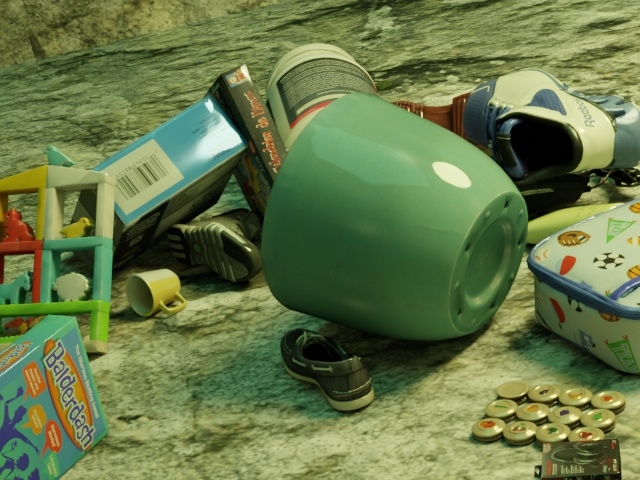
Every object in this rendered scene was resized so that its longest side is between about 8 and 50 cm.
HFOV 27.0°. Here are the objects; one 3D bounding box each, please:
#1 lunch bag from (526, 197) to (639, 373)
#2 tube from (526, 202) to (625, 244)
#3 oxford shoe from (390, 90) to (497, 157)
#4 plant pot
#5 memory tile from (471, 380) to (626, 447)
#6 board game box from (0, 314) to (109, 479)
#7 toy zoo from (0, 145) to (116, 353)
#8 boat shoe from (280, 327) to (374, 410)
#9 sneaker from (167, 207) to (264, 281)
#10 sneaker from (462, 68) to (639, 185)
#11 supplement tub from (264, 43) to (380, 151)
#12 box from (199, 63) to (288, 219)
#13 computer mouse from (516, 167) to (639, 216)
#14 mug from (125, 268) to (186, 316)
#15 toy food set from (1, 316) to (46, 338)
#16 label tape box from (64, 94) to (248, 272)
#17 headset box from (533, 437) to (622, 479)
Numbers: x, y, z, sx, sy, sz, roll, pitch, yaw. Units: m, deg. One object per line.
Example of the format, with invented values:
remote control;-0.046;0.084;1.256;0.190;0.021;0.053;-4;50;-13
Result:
lunch bag;0.415;0.036;1.561;0.303;0.115;0.243;-23;26;-22
tube;0.333;-0.018;1.789;0.070;0.062;0.240;23;-9;-21
oxford shoe;0.198;-0.163;2.209;0.348;0.123;0.130;-3;-14;41
plant pot;0.110;-0.010;1.631;0.235;0.293;0.293;21;37;31
memory tile;0.243;0.185;1.419;0.148;0.012;0.113;1;26;32
board game box;-0.333;0.202;1.500;0.047;0.160;0.210;1;26;29
toy zoo;-0.379;0.013;1.859;0.192;0.293;0.030;-4;-12;21
boat shoe;0.004;0.136;1.601;0.075;0.065;0.206;-20;23;-17
sneaker;-0.123;-0.008;1.999;0.132;0.086;0.228;-24;23;-31
sneaker;0.289;-0.161;1.892;0.182;0.128;0.315;-14;20;-33
supplement tub;0.013;-0.185;2.146;0.191;0.191;0.272;-14;35;-2
box;-0.101;-0.137;2.037;0.044;0.233;0.159;-25;-2;-21
computer mouse;0.329;-0.089;1.955;0.262;0.060;0.184;-16;12;5
mug;-0.231;0.076;1.907;0.064;0.078;0.062;-22;-11;-44
toy food set;-0.427;0.129;1.915;0.083;0.020;0.082;2;26;31
label tape box;-0.265;-0.059;2.070;0.240;0.106;0.334;-36;-7;-27
headset box;0.250;0.224;1.296;0.083;0.032;0.062;-5;23;15
